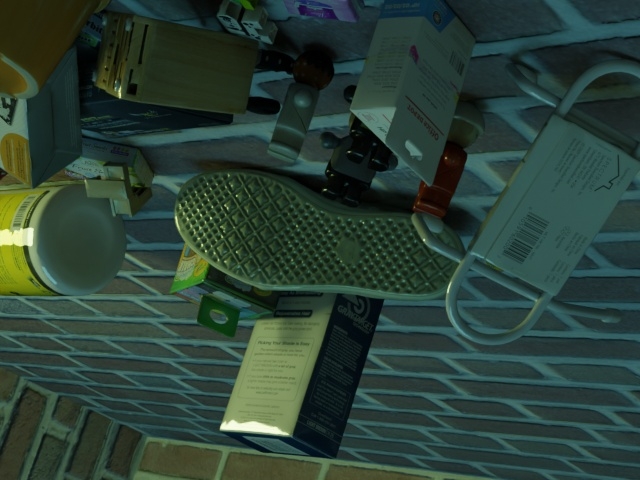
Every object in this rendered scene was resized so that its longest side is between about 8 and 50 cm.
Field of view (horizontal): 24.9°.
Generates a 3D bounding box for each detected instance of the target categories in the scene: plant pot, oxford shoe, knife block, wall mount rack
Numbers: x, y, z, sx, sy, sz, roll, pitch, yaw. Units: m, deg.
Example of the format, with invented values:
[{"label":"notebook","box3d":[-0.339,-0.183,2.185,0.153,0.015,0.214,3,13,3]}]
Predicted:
[{"label":"plant pot","box3d":[-0.336,-0.265,1.578,0.205,0.188,0.205,16,162,5]},{"label":"oxford shoe","box3d":[0.000,0.000,2.112,0.449,0.169,0.130,11,-178,17]},{"label":"knife block","box3d":[-0.120,-0.188,1.604,0.242,0.088,0.276,8,-173,-18]},{"label":"wall mount rack","box3d":[0.285,-0.034,1.612,0.304,0.350,0.130,26,-164,-17]}]

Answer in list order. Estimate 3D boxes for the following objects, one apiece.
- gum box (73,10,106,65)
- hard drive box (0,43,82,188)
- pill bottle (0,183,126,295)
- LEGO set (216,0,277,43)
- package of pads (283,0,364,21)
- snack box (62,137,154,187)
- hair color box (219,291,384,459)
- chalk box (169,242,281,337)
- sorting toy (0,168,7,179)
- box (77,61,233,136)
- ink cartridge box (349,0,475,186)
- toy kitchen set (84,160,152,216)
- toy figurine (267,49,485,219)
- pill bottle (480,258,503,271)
[{"label":"gum box","box3d":[-0.338,-0.263,1.817,0.157,0.041,0.184,31,156,-36]},{"label":"hard drive box","box3d":[-0.406,-0.200,1.771,0.232,0.089,0.181,32,140,23]},{"label":"pill bottle","box3d":[-0.502,0.003,2.494,0.334,0.188,0.188,-2,154,45]},{"label":"LEGO set","box3d":[-0.109,-0.290,1.477,0.093,0.087,0.227,14,168,18]},{"label":"package of pads","box3d":[0.002,-0.259,1.540,0.083,0.032,0.050,10,159,20]},{"label":"snack box","box3d":[-0.336,-0.119,2.231,0.141,0.037,0.100,11,159,13]},{"label":"hair color box","box3d":[-0.015,0.154,2.235,0.174,0.347,0.105,-3,153,46]},{"label":"chalk box","box3d":[-0.137,0.044,2.242,0.132,0.213,0.132,26,160,-24]},{"label":"sorting toy","box3d":[-0.514,-0.132,2.204,0.274,0.046,0.132,1,159,-41]},{"label":"box","box3d":[-0.254,-0.181,1.863,0.233,0.059,0.183,-3,171,42]},{"label":"ink cartridge box","box3d":[0.093,-0.158,1.511,0.062,0.181,0.104,3,156,37]},{"label":"toy kitchen set","box3d":[-0.306,-0.089,2.187,0.068,0.075,0.083,3,118,21]},{"label":"toy figurine","box3d":[0.063,-0.133,1.690,0.209,0.148,0.213,8,163,42]},{"label":"pill bottle","box3d":[0.263,0.022,2.089,0.043,0.043,0.083,23,161,-17]}]
